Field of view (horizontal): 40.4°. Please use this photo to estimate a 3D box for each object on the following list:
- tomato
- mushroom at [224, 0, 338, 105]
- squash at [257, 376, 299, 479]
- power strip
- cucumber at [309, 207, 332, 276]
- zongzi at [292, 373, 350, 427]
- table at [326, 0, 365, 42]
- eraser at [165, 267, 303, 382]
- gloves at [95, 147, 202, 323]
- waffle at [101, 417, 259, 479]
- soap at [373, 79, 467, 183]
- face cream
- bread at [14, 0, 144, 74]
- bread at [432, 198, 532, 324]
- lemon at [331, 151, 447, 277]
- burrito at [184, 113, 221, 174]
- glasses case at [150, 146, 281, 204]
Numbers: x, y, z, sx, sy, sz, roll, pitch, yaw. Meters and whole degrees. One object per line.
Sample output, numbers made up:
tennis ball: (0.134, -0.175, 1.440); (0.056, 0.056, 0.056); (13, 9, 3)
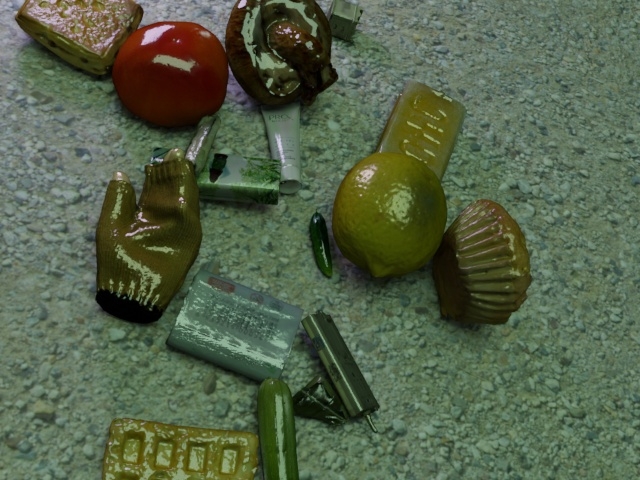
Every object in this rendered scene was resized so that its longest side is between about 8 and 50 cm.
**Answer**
tomato: (-0.322, -0.374, 1.895); (0.260, 0.180, 0.259); (8, 57, -12)
mushroom: (-0.086, -0.430, 1.989); (0.263, 0.195, 0.283); (-33, 71, -23)
squash: (-0.080, 0.370, 1.609); (0.069, 0.069, 0.238); (0, 71, -18)
power strip: (0.047, 0.259, 1.717); (0.267, 0.034, 0.092); (61, 20, 18)
cucumber: (0.000, 0.000, 1.871); (0.039, 0.039, 0.167); (-1, 64, -18)
zongzi: (-0.012, 0.335, 1.680); (0.119, 0.055, 0.109); (-38, 94, -9)
table: (0.058, -0.547, 2.170); (0.083, 0.079, 0.062); (16, 57, -11)
eraser: (-0.165, 0.170, 1.699); (0.227, 0.081, 0.174); (23, 61, -5)
gloves: (-0.332, -0.017, 1.701); (0.203, 0.155, 0.356); (12, 79, 7)
waffle: (-0.249, 0.414, 1.549); (0.274, 0.057, 0.167); (10, 59, -13)
soap: (0.226, -0.234, 2.044); (0.174, 0.089, 0.274); (25, 58, -4)
face cream: (-0.079, -0.215, 1.957); (0.092, 0.058, 0.243); (-5, 59, -5)
bread: (-0.536, -0.488, 1.940); (0.235, 0.099, 0.210); (27, 59, -8)
bread: (0.330, 0.050, 1.818); (0.149, 0.274, 0.274); (-9, 65, -13)
lemon: (0.143, -0.054, 1.823); (0.268, 0.267, 0.267); (8, 60, -14)
burrito: (-0.248, -0.206, 1.819); (0.058, 0.045, 0.188); (-7, 44, 22)
glasses case: (-0.220, -0.138, 1.833); (0.273, 0.062, 0.095); (4, 60, -3)
